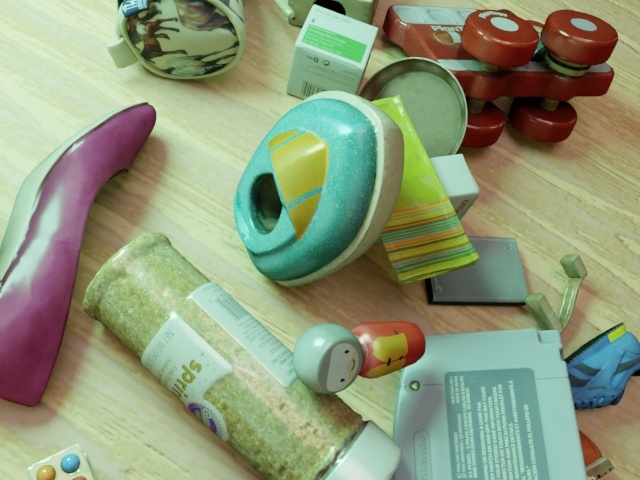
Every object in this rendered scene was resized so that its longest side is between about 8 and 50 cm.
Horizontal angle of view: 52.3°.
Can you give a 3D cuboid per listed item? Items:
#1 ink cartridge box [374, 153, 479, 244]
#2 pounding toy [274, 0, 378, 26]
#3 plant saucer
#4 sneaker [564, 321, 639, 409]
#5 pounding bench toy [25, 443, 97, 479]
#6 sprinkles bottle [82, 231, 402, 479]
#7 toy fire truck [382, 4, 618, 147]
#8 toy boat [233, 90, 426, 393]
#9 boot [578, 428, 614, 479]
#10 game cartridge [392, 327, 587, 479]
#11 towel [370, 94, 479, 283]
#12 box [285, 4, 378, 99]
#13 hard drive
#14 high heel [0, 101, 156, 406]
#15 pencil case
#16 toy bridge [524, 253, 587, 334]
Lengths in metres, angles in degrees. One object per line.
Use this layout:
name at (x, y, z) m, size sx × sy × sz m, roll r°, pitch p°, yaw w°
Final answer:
ink cartridge box at (0.109, -0.049, 0.834) m, size 0.150 × 0.109 × 0.063 m, roll -9°, pitch 65°, yaw -17°
pounding toy at (-0.018, -0.374, 0.986) m, size 0.206 × 0.094 × 0.181 m, roll 14°, pitch 66°, yaw 4°
plant saucer at (0.123, -0.162, 0.888) m, size 0.168 × 0.168 × 0.029 m, roll 57°, pitch 27°, yaw 16°
sneaker at (0.322, 0.178, 0.794) m, size 0.209 × 0.069 × 0.082 m, roll -24°, pitch 75°, yaw -23°
pounding bench toy at (-0.260, 0.241, 0.626) m, size 0.083 × 0.065 × 0.052 m, roll -22°, pitch 71°, yaw -22°
sprinkles bottle at (-0.084, 0.146, 0.685) m, size 0.355 × 0.121 × 0.121 m, roll 41°, pitch 62°, yaw 9°
toy fire truck at (0.269, -0.282, 0.975) m, size 0.302 × 0.169 × 0.254 m, roll -6°, pitch 47°, yaw -17°
toy boat at (0.000, 0.000, 0.693) m, size 0.148 × 0.267 × 0.318 m, roll -3°, pitch 63°, yaw -37°
boot at (0.250, 0.258, 0.748) m, size 0.157 × 0.059 × 0.085 m, roll -15°, pitch 60°, yaw -24°
game cartridge at (0.177, 0.241, 0.693) m, size 0.198 × 0.062 × 0.297 m, roll -7°, pitch 58°, yaw 15°
towel at (0.095, -0.067, 0.764) m, size 0.102 × 0.021 × 0.237 m, roll -14°, pitch 68°, yaw -19°
box at (0.015, -0.254, 0.921) m, size 0.101 × 0.102 × 0.087 m, roll 20°, pitch 59°, yaw -1°
hard drive at (0.202, 0.040, 0.861) m, size 0.135 × 0.022 × 0.094 m, roll 2°, pitch 64°, yaw -12°
high heel at (-0.277, -0.003, 0.749) m, size 0.181 × 0.127 × 0.377 m, roll 50°, pitch 55°, yaw -19°
pencil case at (-0.206, -0.430, 0.924) m, size 0.183 × 0.160 × 0.410 m, roll -5°, pitch 64°, yaw -4°
toy bridge at (0.289, 0.097, 0.839) m, size 0.188 × 0.026 × 0.063 m, roll -41°, pitch 106°, yaw -27°
